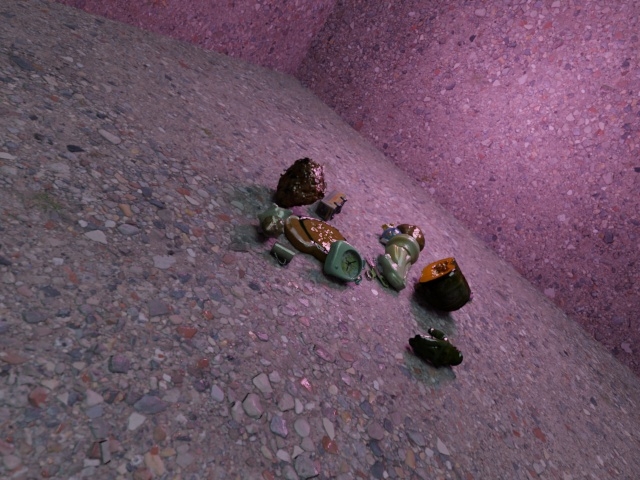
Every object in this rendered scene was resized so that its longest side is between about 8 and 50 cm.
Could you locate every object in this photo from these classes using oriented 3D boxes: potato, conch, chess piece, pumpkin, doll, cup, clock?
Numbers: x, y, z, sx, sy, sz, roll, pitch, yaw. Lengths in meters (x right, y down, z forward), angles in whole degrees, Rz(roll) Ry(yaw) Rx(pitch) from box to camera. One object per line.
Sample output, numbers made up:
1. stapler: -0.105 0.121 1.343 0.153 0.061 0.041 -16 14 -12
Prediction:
1. potato: 0.504 -0.012 2.370 0.155 0.137 0.200 -7 44 -20
2. conch: -0.176 -0.087 1.627 0.114 0.137 0.234 44 36 -19
3. chess piece: 0.364 0.102 2.006 0.176 0.175 0.298 38 36 0
4. pumpkin: 0.587 0.235 2.035 0.232 0.242 0.325 68 23 -4
5. doll: 0.401 0.008 2.248 0.135 0.098 0.241 22 28 -38
6. cup: -0.144 0.051 1.568 0.083 0.074 0.054 30 -10 -8
7. clock: 0.107 0.099 1.713 0.189 0.060 0.148 34 62 -30

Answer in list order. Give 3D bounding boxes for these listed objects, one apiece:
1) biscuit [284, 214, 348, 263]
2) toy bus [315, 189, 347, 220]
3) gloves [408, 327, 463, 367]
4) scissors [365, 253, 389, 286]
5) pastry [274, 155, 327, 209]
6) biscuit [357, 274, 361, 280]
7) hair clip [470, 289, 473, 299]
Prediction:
1. biscuit: 0.001 -0.001 1.810 0.344 0.057 0.287 10 37 -42
2. toy bus: 0.060 -0.184 2.144 0.106 0.092 0.268 31 26 6
3. gloves: 0.456 0.420 1.637 0.268 0.135 0.107 26 -13 -26
4. scissors: 0.250 0.132 1.944 0.134 0.020 0.187 28 30 -26
5. pastry: -0.078 -0.241 1.894 0.193 0.275 0.274 32 26 -29
6. biscuit: 0.132 0.137 1.797 0.091 0.015 0.078 41 28 8
7. hair clip: 0.753 0.266 2.316 0.110 0.095 0.359 14 -6 45
